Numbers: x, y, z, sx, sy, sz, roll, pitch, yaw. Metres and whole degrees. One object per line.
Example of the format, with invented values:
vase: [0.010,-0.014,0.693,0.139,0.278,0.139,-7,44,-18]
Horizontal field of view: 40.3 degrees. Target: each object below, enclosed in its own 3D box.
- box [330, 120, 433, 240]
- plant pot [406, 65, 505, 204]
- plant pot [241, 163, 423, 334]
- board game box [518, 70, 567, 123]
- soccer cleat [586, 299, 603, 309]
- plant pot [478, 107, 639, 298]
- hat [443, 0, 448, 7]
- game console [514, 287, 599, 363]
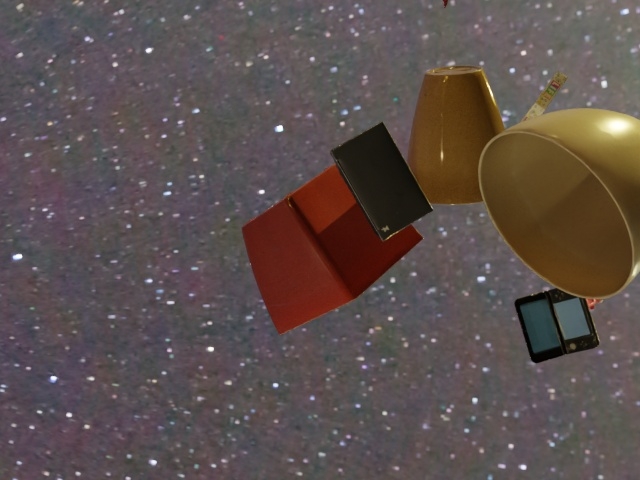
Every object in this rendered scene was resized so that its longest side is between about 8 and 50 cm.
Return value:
box: [0.090,-0.092,1.345,0.093,0.158,0.156,-30,-86,3]
plant pot: [0.287,-0.229,1.816,0.237,0.237,0.254,-23,-64,-42]
plant pot: [0.000,0.000,1.804,0.267,0.267,0.236,-37,-85,-42]
board game box: [0.466,-0.283,1.873,0.026,0.154,0.103,36,-113,5]
soccer cleat: [0.597,0.102,2.000,0.083,0.095,0.248,-31,-26,-6]
plant pot: [0.402,-0.084,1.287,0.191,0.284,0.284,-36,-68,-21]
hat: [0.219,-0.575,1.635,0.183,0.173,0.208,40,-168,1]
game console: [0.426,0.149,1.570,0.071,0.107,0.122,-8,-100,-49]
